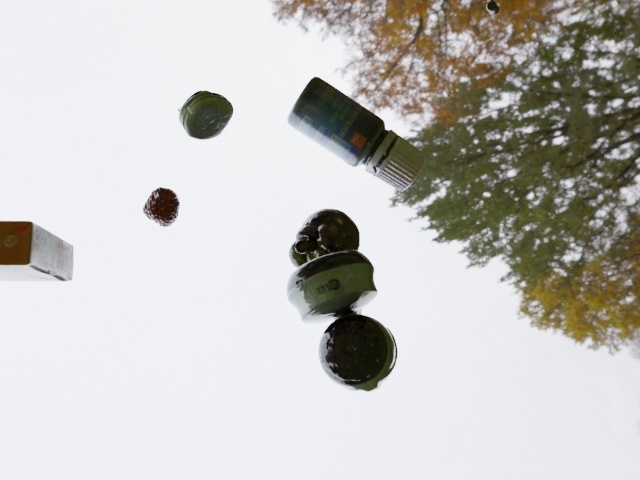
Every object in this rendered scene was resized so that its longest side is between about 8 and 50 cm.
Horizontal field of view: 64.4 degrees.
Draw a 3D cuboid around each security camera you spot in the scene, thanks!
[{"bbox_3d":[0.055,0.178,1.049,0.197,0.191,0.277,-23,-111,4],"label":"security camera"}]

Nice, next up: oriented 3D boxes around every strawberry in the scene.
[{"bbox_3d":[-0.357,-0.079,1.150,0.083,0.096,0.083,13,-128,-18],"label":"strawberry"}]

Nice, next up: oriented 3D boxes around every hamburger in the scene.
[{"bbox_3d":[-0.300,-0.326,1.320,0.133,0.140,0.062,7,-141,-48],"label":"hamburger"}]

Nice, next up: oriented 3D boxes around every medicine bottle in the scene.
[{"bbox_3d":[0.054,-0.151,0.744,0.203,0.083,0.083,33,-118,-6],"label":"medicine bottle"}]

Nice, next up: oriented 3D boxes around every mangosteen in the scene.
[{"bbox_3d":[0.007,0.002,1.266,0.184,0.172,0.172,-16,-92,-17],"label":"mangosteen"}]

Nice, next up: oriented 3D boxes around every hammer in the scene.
[{"bbox_3d":[0.468,-0.790,1.435,0.058,0.029,0.291,-17,-82,-61],"label":"hammer"}]

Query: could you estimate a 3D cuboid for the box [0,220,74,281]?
[{"bbox_3d":[-0.656,0.027,0.990,0.274,0.221,0.091,1,-102,-8],"label":"box"}]
